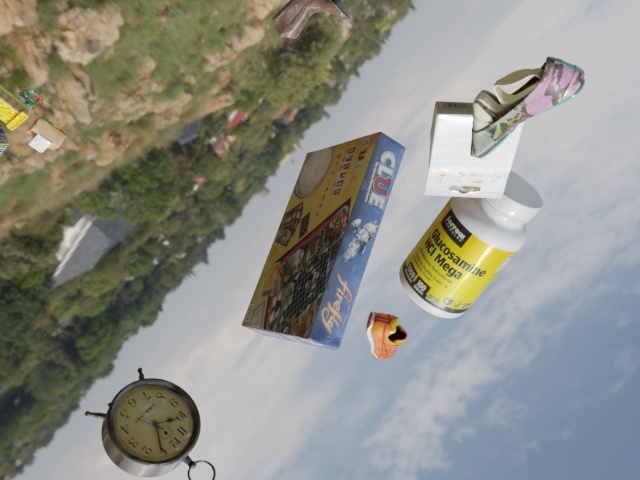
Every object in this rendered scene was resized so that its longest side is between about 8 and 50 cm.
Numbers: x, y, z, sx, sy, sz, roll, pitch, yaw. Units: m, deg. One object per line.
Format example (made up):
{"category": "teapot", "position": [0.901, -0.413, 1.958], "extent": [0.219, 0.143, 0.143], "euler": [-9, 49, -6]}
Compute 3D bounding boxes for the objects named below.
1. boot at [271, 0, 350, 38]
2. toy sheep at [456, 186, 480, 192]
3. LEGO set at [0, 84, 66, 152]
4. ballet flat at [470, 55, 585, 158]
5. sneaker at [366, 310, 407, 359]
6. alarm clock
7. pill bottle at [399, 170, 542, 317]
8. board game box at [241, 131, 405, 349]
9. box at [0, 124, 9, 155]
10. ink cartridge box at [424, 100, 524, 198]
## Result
{"category": "boot", "position": [-0.018, -0.387, 1.109], "extent": [0.114, 0.106, 0.037], "euler": [-44, -170, 34]}
{"category": "toy sheep", "position": [0.273, -0.143, 1.209], "extent": [0.091, 0.091, 0.132], "euler": [-44, -137, 39]}
{"category": "LEGO set", "position": [-0.518, -0.241, 0.959], "extent": [0.132, 0.287, 0.107], "euler": [113, -11, -48]}
{"category": "ballet flat", "position": [0.267, -0.192, 0.894], "extent": [0.221, 0.079, 0.076], "euler": [-36, -156, 59]}
{"category": "sneaker", "position": [0.129, 0.186, 1.181], "extent": [0.175, 0.068, 0.064], "euler": [63, 42, -62]}
{"category": "alarm clock", "position": [-0.224, 0.276, 0.888], "extent": [0.129, 0.192, 0.064], "euler": [-40, 165, -49]}
{"category": "pill bottle", "position": [0.333, 0.003, 1.414], "extent": [0.334, 0.188, 0.188], "euler": [-59, -179, 34]}
{"category": "board game box", "position": [0.000, 0.000, 0.748], "extent": [0.165, 0.042, 0.243], "euler": [-3, -116, 59]}
{"category": "box", "position": [-0.443, -0.114, 0.697], "extent": [0.054, 0.059, 0.169], "euler": [-36, 167, 34]}
{"category": "ink cartridge box", "position": [0.260, -0.153, 1.091], "extent": [0.179, 0.146, 0.045], "euler": [91, 2, -48]}
